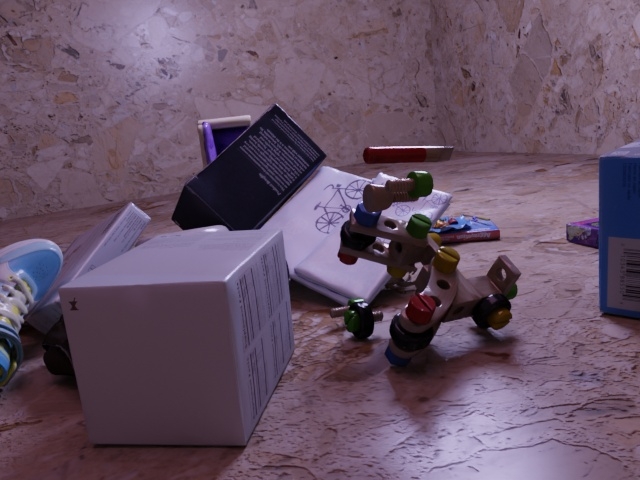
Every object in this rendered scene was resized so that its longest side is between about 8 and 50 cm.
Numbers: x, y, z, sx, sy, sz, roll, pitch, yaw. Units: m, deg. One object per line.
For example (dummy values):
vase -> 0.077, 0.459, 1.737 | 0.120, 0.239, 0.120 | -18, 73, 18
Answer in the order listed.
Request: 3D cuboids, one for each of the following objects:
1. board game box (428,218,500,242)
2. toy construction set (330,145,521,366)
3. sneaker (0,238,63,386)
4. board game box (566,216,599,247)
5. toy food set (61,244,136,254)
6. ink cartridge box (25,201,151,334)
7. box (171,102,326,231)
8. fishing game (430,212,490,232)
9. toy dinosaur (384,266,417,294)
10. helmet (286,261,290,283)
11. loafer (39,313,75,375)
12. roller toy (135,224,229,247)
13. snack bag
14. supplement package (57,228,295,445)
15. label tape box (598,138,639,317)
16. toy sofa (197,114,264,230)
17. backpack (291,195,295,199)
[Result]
board game box -> 0.306, -0.020, 1.494 | 0.282, 0.027, 0.145 | -4, 12, 7
toy construction set -> 0.172, 0.013, 0.863 | 0.238, 0.308, 0.257 | -6, 20, -21
sneaker -> -0.499, 0.126, 0.916 | 0.208, 0.127, 0.319 | 8, 47, 36
board game box -> 0.760, -0.031, 1.291 | 0.347, 0.056, 0.208 | -10, 18, -18
toy food set -> -0.455, 0.062, 1.404 | 0.306, 0.092, 0.220 | 0, 3, 19
ink cartridge box -> -0.486, 0.067, 1.156 | 0.239, 0.060, 0.275 | -24, 31, 38
box -> -0.180, -0.123, 1.388 | 0.294, 0.183, 0.296 | -47, 5, -22
fishing game -> 0.290, -0.049, 1.482 | 0.264, 0.041, 0.189 | -9, 10, -10
toy dinosaur -> 0.149, 0.069, 1.121 | 0.093, 0.053, 0.183 | 4, 16, 43
helmet -> -0.134, 0.073, 0.977 | 0.170, 0.169, 0.161 | 3, 35, 36
loafer -> -0.368, 0.179, 0.874 | 0.078, 0.080, 0.220 | -47, 30, -18
roller toy -> -0.267, 0.052, 1.177 | 0.210, 0.146, 0.191 | -9, 3, 23
snack bag -> 0.043, -0.033, 1.180 | 0.343, 0.037, 0.323 | 22, 57, 35
supplement package -> -0.164, 0.110, 0.762 | 0.200, 0.197, 0.262 | -3, 13, 10
label tape box -> 0.574, -0.042, 0.963 | 0.115, 0.248, 0.348 | 6, 18, 44
toy sofa -> -0.245, -0.158, 1.613 | 0.150, 0.362, 0.177 | -8, 7, -11
backpack -> 0.052, -0.039, 1.365 | 0.225, 0.191, 0.253 | -21, 25, -10
